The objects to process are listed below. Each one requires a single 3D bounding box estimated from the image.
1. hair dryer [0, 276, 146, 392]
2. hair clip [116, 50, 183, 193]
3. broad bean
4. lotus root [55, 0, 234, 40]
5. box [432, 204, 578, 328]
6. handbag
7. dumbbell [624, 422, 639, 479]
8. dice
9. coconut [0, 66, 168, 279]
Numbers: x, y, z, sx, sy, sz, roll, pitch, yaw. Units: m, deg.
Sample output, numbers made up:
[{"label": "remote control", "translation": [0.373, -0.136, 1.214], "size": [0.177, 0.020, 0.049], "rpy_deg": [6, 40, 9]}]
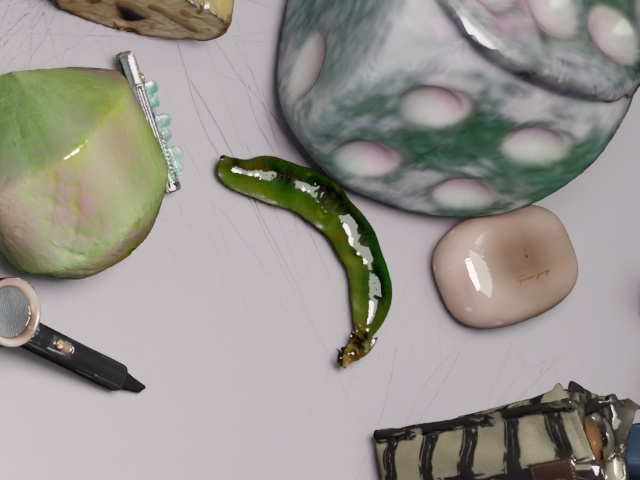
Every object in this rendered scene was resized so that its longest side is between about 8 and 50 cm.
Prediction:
[{"label": "hair dryer", "translation": [-0.289, 0.113, 1.617], "size": [0.255, 0.128, 0.070], "rpy_deg": [35, 64, -41]}, {"label": "hair clip", "translation": [-0.193, -0.137, 1.769], "size": [0.049, 0.049, 0.173], "rpy_deg": [-18, 89, -33]}, {"label": "broad bean", "translation": [0.000, 0.000, 1.829], "size": [0.144, 0.049, 0.292], "rpy_deg": [-33, 92, -35]}, {"label": "lotus root", "translation": [-0.215, -0.292, 1.734], "size": [0.260, 0.170, 0.074], "rpy_deg": [14, 74, -37]}, {"label": "box", "translation": [0.232, 0.031, 1.930], "size": [0.200, 0.088, 0.146], "rpy_deg": [-16, 84, -34]}, {"label": "handbag", "translation": [0.220, 0.333, 1.684], "size": [0.162, 0.327, 0.325], "rpy_deg": [-2, 77, -35]}, {"label": "dumbbell", "translation": [0.472, 0.179, 1.989], "size": [0.143, 0.156, 0.316], "rpy_deg": [12, 64, 6]}, {"label": "dice", "translation": [0.165, -0.244, 1.817], "size": [0.328, 0.348, 0.330], "rpy_deg": [18, 61, -25]}, {"label": "coconut", "translation": [-0.275, -0.078, 1.611], "size": [0.236, 0.236, 0.204], "rpy_deg": [24, 23, -21]}]
